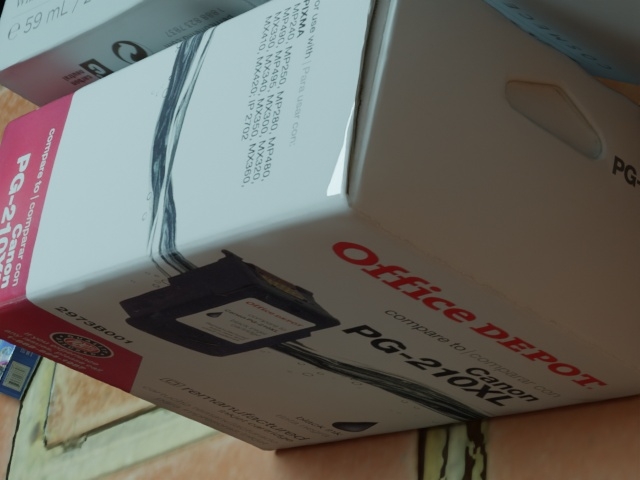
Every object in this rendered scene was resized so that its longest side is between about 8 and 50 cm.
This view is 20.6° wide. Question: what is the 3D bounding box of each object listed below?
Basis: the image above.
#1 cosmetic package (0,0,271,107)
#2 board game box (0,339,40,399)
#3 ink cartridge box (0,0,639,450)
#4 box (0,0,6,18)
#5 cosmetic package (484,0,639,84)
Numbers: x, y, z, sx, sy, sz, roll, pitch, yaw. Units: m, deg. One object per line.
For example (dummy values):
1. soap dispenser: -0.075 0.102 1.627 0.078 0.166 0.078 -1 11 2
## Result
1. cosmetic package: -0.023 -0.134 0.751 0.151 0.151 0.184 -17 55 46
2. board game box: -0.183 0.040 1.028 0.090 0.020 0.090 13 78 56
3. ink cartridge box: 0.000 0.000 0.681 0.237 0.172 0.100 -16 55 47
4. box: -0.304 -0.395 0.989 0.297 0.480 0.472 -41 29 8
5. cosmetic package: 0.180 -0.128 0.449 0.453 0.230 0.161 19 85 51
